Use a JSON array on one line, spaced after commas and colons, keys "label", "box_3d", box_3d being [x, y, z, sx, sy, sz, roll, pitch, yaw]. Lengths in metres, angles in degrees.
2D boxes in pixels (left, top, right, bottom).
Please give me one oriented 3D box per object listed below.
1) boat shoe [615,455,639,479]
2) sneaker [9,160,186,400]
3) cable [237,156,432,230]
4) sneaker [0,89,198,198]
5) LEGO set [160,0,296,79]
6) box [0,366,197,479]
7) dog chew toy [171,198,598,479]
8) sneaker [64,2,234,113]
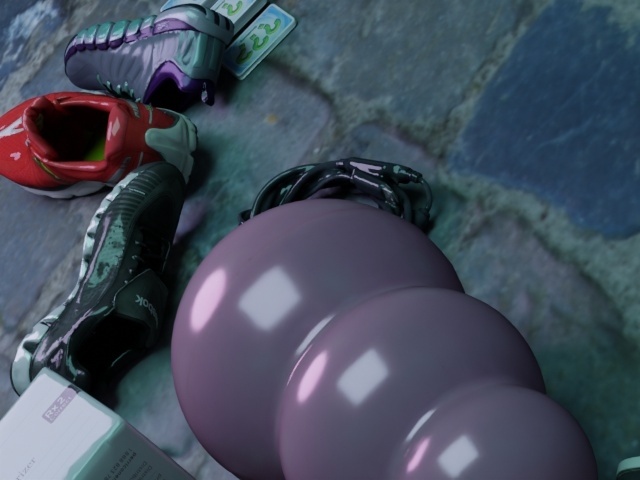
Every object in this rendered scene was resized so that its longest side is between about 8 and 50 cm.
[{"label": "boat shoe", "box_3d": [0.223, 0.147, 1.119, 0.125, 0.046, 0.038, -11, 47, 42]}, {"label": "sneaker", "box_3d": [-0.161, 0.041, 1.585, 0.106, 0.078, 0.234, 12, 66, 47]}, {"label": "cable", "box_3d": [0.000, 0.000, 1.500, 0.184, 0.047, 0.150, 12, 68, 47]}, {"label": "sneaker", "box_3d": [-0.230, -0.100, 1.735, 0.279, 0.118, 0.107, 2, 78, 47]}, {"label": "LEGO set", "box_3d": [-0.039, -0.281, 1.811, 0.244, 0.060, 0.182, -45, 39, -1]}, {"label": "box", "box_3d": [-0.163, 0.219, 1.308, 0.181, 0.182, 0.119, -52, 36, -11]}, {"label": "dog chew toy", "box_3d": [0.047, 0.108, 1.214, 0.206, 0.206, 0.332, -47, 44, -5]}, {"label": "sneaker", "box_3d": [-0.174, -0.153, 1.796, 0.224, 0.083, 0.098, -12, 65, 48]}]
